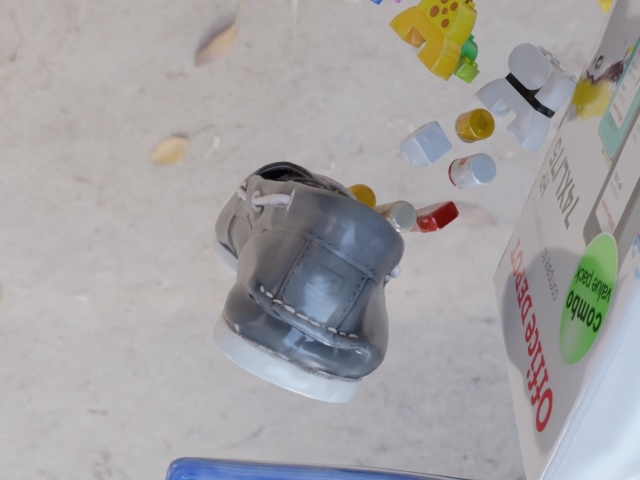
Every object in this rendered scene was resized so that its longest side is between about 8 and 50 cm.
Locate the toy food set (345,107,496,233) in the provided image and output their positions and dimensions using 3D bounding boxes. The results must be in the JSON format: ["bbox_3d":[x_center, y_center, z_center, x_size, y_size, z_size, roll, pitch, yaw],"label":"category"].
[{"bbox_3d":[0.114,-0.070,1.515,0.111,0.232,0.104,57,156,-11],"label":"toy food set"}]

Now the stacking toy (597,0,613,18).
[{"bbox_3d":[0.363,-0.260,1.356,0.141,0.141,0.330,-20,126,25],"label":"stacking toy"}]

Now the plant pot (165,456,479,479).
[{"bbox_3d":[0.040,0.263,0.824,0.236,0.236,0.212,-1,174,35],"label":"plant pot"}]

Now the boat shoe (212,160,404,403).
[{"bbox_3d":[0.000,0.000,0.722,0.112,0.335,0.095,26,99,-8],"label":"boat shoe"}]

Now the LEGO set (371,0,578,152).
[{"bbox_3d":[0.091,-0.173,0.831,0.087,0.227,0.093,18,119,-48],"label":"LEGO set"}]

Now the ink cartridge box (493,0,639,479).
[{"bbox_3d":[0.211,-0.026,0.489,0.197,0.198,0.270,17,114,-5],"label":"ink cartridge box"}]
